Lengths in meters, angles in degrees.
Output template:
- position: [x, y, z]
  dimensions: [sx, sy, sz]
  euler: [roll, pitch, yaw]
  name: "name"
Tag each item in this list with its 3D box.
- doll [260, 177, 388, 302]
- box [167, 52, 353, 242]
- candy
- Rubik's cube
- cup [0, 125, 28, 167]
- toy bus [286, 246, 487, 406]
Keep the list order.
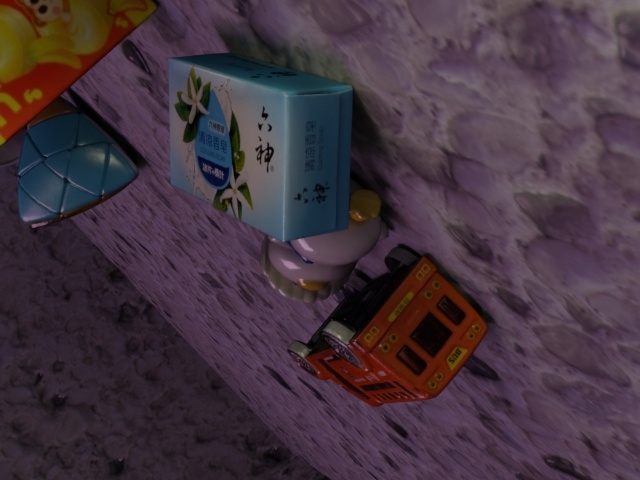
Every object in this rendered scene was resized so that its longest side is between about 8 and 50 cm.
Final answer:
- position: [0.000, 0.000, 1.148]
  dimensions: [0.293, 0.138, 0.119]
  euler: [135, 130, -73]
  name: "doll"
- position: [-0.066, -0.101, 0.997]
  dimensions: [0.232, 0.083, 0.142]
  euler: [27, 121, 51]
  name: "box"
- position: [-0.332, -0.222, 1.111]
  dimensions: [0.146, 0.276, 0.088]
  euler: [47, 164, -16]
  name: "candy"
- position: [-0.445, -0.166, 1.845]
  dimensions: [0.254, 0.254, 0.254]
  euler: [41, 165, 14]
  name: "Rubik's cube"
- position: [-0.752, -0.291, 2.162]
  dimensions: [0.317, 0.212, 0.212]
  euler: [25, 155, 53]
  name: "cup"
- position: [0.074, 0.121, 1.229]
  dimensions: [0.153, 0.143, 0.329]
  euler: [42, 163, -4]
  name: "toy bus"
